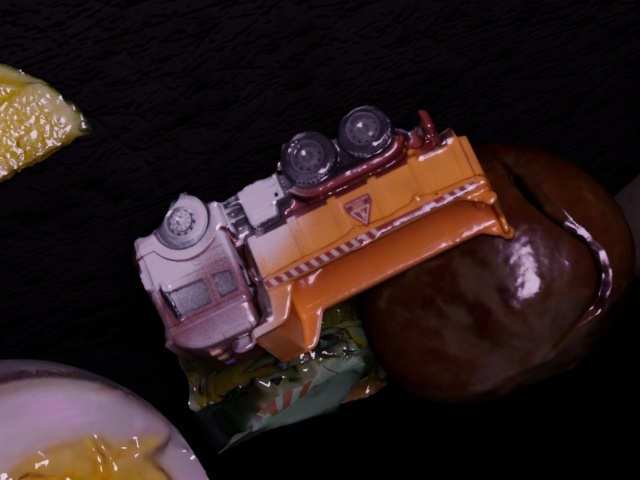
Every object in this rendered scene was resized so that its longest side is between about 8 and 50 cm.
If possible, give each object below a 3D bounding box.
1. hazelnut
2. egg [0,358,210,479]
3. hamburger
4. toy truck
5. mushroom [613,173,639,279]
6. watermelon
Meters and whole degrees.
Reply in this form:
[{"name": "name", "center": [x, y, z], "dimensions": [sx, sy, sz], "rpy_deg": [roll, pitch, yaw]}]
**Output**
[{"name": "hazelnut", "center": [0.151, 0.038, 1.407], "dimensions": [0.234, 0.218, 0.218], "rpy_deg": [-46, 153, 14]}, {"name": "egg", "center": [-0.291, 0.281, 1.418], "dimensions": [0.354, 0.354, 0.340], "rpy_deg": [-8, 177, -34]}, {"name": "hamburger", "center": [-0.026, 0.098, 1.514], "dimensions": [0.214, 0.125, 0.235], "rpy_deg": [-30, 162, 3]}, {"name": "toy truck", "center": [0.000, 0.000, 1.288], "dimensions": [0.270, 0.135, 0.114], "rpy_deg": [-26, 159, 7]}, {"name": "mushroom", "center": [0.354, -0.019, 1.649], "dimensions": [0.141, 0.117, 0.188], "rpy_deg": [8, 149, -33]}, {"name": "watermelon", "center": [-0.232, -0.053, 1.008], "dimensions": [0.181, 0.092, 0.075], "rpy_deg": [-30, 173, -4]}]
